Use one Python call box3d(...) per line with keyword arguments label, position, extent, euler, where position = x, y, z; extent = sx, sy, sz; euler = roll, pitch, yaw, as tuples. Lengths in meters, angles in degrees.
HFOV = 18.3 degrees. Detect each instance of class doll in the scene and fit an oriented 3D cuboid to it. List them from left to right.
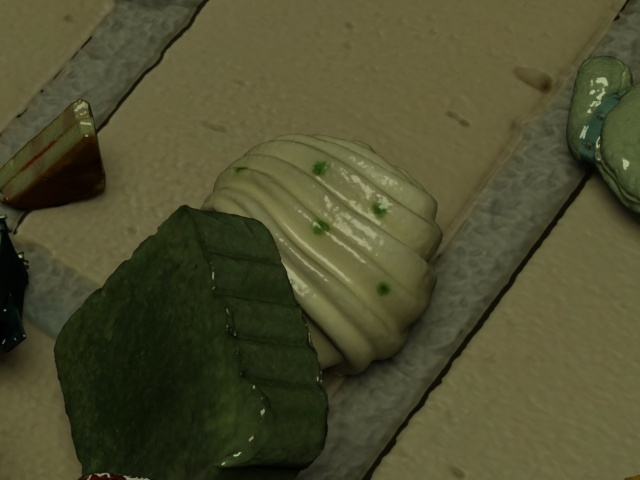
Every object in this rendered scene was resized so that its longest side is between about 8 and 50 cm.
box3d(label="doll", position=(0.255, -0.059, 1.414), extent=(0.103, 0.071, 0.214), euler=(-39, 63, -19))

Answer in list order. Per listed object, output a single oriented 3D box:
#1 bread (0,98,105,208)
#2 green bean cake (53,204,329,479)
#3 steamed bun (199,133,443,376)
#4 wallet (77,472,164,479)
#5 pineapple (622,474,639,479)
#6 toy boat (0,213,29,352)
box3d(label="bread", position=(-0.183, -0.056, 1.448), extent=(0.109, 0.062, 0.043), euler=(-34, 52, 33))
box3d(label="green bean cake", position=(-0.082, 0.094, 1.283), extent=(0.094, 0.185, 0.183), euler=(7, 52, -35))
box3d(label="steamed bun", position=(0.000, 0.000, 1.376), extent=(0.182, 0.106, 0.183), euler=(-1, 63, 2))
box3d(label="wallet", position=(-0.062, 0.223, 1.225), extent=(0.195, 0.161, 0.042), euler=(11, 36, 5))
box3d(label="pineapple", position=(0.208, 0.275, 1.159), extent=(0.286, 0.344, 0.209), euler=(-31, 59, 37))
box3d(label="toy boat", position=(-0.350, 0.034, 1.367), extent=(0.296, 0.114, 0.122), euler=(-6, 67, -1))
